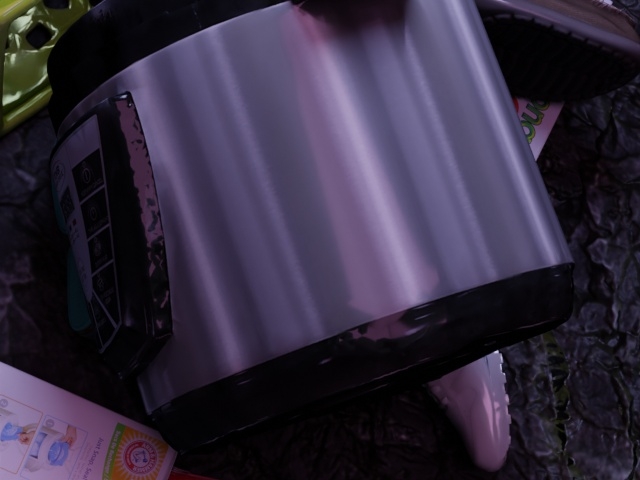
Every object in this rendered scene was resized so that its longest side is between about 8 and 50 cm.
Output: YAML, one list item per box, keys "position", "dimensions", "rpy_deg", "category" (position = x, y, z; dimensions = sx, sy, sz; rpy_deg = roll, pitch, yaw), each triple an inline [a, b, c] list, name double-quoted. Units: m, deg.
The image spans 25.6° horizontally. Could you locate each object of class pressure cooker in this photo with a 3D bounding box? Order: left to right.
- position: [-0.023, -0.070, 1.146]
  dimensions: [0.370, 0.375, 0.420]
  rpy_deg: [-22, 82, 21]
  category: "pressure cooker"

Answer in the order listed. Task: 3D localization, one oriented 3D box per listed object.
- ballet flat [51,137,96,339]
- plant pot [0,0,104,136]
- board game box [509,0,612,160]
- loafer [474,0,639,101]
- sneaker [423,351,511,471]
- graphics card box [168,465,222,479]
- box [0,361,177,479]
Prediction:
- position: [-0.199, -0.005, 1.267]
  dimensions: [0.074, 0.074, 0.203]
  rpy_deg: [-2, 68, -20]
  category: "ballet flat"
- position: [-0.269, -0.263, 1.239]
  dimensions: [0.227, 0.228, 0.207]
  rpy_deg: [-40, 83, -25]
  category: "plant pot"
- position: [0.161, -0.183, 1.442]
  dimensions: [0.193, 0.053, 0.305]
  rpy_deg: [33, 62, -7]
  category: "board game box"
- position: [0.153, -0.247, 1.354]
  dimensions: [0.366, 0.134, 0.130]
  rpy_deg: [19, 64, -14]
  category: "loafer"
- position: [0.119, 0.109, 1.337]
  dimensions: [0.095, 0.090, 0.235]
  rpy_deg: [-11, 73, -9]
  category: "sneaker"
- position: [-0.056, 0.385, 1.111]
  dimensions: [0.233, 0.094, 0.370]
  rpy_deg: [13, 55, -2]
  category: "graphics card box"
- position: [-0.236, 0.182, 1.162]
  dimensions: [0.203, 0.114, 0.103]
  rpy_deg: [25, 65, -10]
  category: "box"
